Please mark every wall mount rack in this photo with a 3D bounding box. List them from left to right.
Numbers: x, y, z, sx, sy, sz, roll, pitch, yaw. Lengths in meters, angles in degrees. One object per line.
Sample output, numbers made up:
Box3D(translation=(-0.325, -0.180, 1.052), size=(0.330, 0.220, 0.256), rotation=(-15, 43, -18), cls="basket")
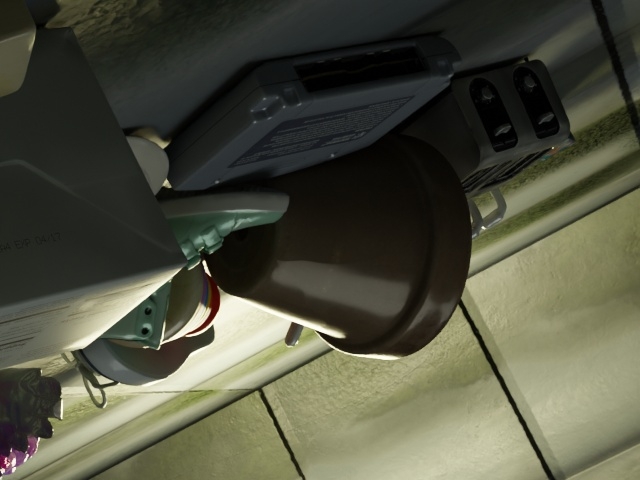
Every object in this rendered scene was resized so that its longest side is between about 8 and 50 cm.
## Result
Box3D(translation=(0.084, 0.003, 2.152), size=(0.304, 0.130, 0.350), rotation=(-28, 179, 16), cls="wall mount rack")

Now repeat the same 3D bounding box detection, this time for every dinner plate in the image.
Box3D(translation=(-0.206, -0.047, 1.516), size=(0.141, 0.017, 0.141), rotation=(-18, 150, -11), cls="dinner plate")

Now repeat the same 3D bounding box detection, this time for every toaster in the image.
Box3D(translation=(0.179, -0.122, 1.943), size=(0.168, 0.110, 0.186), rotation=(-17, 166, -40), cls="toaster")

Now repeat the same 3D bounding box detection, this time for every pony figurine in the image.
Box3D(translation=(-0.479, 0.321, 2.195), size=(0.363, 0.302, 0.351), rotation=(-23, -159, -38), cls="pony figurine")

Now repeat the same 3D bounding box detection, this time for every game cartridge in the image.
Box3D(translation=(-0.014, -0.124, 1.627), size=(0.294, 0.060, 0.196), rotation=(-15, 161, -46), cls="game cartridge")

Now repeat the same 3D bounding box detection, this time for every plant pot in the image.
Box3D(translation=(0.000, 0.000, 1.812), size=(0.229, 0.263, 0.263), rotation=(5, 151, -39), cls="plant pot")

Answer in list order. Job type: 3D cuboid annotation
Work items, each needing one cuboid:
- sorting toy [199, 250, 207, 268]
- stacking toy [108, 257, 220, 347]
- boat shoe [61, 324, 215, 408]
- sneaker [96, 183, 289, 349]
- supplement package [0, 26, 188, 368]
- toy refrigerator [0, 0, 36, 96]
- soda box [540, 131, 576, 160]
Box3D(translation=(-0.065, -0.006, 2.111), size=(0.193, 0.038, 0.208), rotation=(-32, 168, 27), cls="sorting toy")
Box3D(translation=(-0.177, 0.063, 1.905), size=(0.141, 0.141, 0.330), rotation=(-27, 171, 4), cls="stacking toy")
Box3D(translation=(-0.266, 0.132, 2.092), size=(0.156, 0.135, 0.367), rotation=(-26, 180, 14), cls="boat shoe")
Box3D(translation=(-0.148, 0.027, 1.651), size=(0.256, 0.151, 0.094), rotation=(-12, -169, -18), cls="sneaker")
Box3D(translation=(-0.264, -0.017, 1.111), size=(0.262, 0.204, 0.145), rotation=(-14, 162, -49), cls="supplement package")
Box3D(translation=(-0.305, -0.099, 0.902), size=(0.270, 0.102, 0.094), rotation=(-23, 169, -23), cls="toy refrigerator")
Box3D(translation=(0.292, -0.153, 2.196), size=(0.058, 0.063, 0.183), rotation=(-29, 169, 16), cls="soda box")
